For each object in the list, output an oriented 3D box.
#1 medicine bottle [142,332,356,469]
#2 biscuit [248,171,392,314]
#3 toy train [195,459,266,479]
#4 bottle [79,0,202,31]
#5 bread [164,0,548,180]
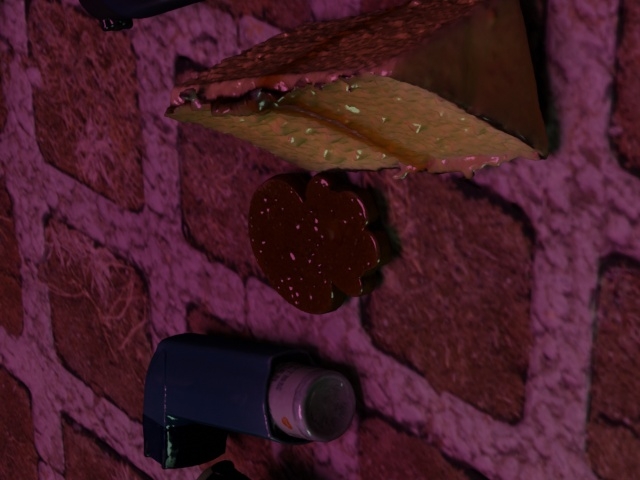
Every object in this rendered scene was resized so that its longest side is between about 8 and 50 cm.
[{"bbox_3d":[-0.070,0.149,1.566,0.258,0.079,0.124,0,97,51],"label":"medicine bottle"},{"bbox_3d":[0.000,0.000,1.444,0.175,0.026,0.124,-11,100,54],"label":"biscuit"},{"bbox_3d":[-0.009,0.292,1.525,0.296,0.100,0.160,27,143,39],"label":"toy train"},{"bbox_3d":[-0.122,-0.230,1.443,0.244,0.072,0.082,-7,97,54],"label":"bottle"},{"bbox_3d":[0.037,-0.111,1.265,0.178,0.141,0.266,39,158,-34],"label":"bread"}]
